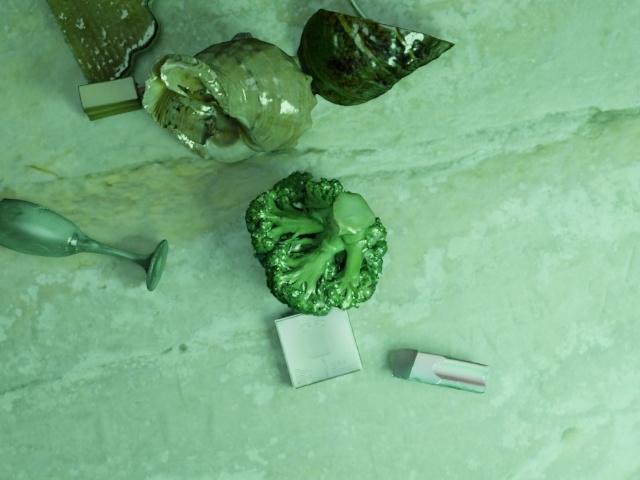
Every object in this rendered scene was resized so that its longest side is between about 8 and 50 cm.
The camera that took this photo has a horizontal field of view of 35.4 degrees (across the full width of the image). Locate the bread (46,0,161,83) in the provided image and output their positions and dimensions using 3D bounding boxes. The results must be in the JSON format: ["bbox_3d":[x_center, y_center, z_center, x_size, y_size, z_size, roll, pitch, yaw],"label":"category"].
[{"bbox_3d":[-0.394,-0.431,1.849,0.207,0.056,0.287,-25,86,4],"label":"bread"}]

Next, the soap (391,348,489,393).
[{"bbox_3d":[0.206,0.228,1.761,0.149,0.100,0.056,14,81,-22],"label":"soap"}]

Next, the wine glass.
[{"bbox_3d":[-0.413,-0.072,1.836,0.309,0.096,0.264,16,70,4],"label":"wine glass"}]

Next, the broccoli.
[{"bbox_3d":[0.000,0.000,1.705,0.270,0.270,0.270,8,68,-19],"label":"broccoli"}]

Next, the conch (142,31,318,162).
[{"bbox_3d":[-0.165,-0.253,1.752,0.263,0.324,0.186,-37,41,32],"label":"conch"}]

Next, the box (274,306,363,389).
[{"bbox_3d":[-0.002,0.187,1.799,0.130,0.051,0.129,-16,86,1],"label":"box"}]

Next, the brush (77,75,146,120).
[{"bbox_3d":[-0.315,-0.272,1.819,0.233,0.103,0.047,-13,87,-8],"label":"brush"}]

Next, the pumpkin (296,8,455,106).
[{"bbox_3d":[0.086,-0.311,1.785,0.278,0.111,0.163,14,99,5],"label":"pumpkin"}]

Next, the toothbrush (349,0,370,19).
[{"bbox_3d":[0.061,-0.451,1.846,0.026,0.022,0.263,-22,87,-1],"label":"toothbrush"}]
